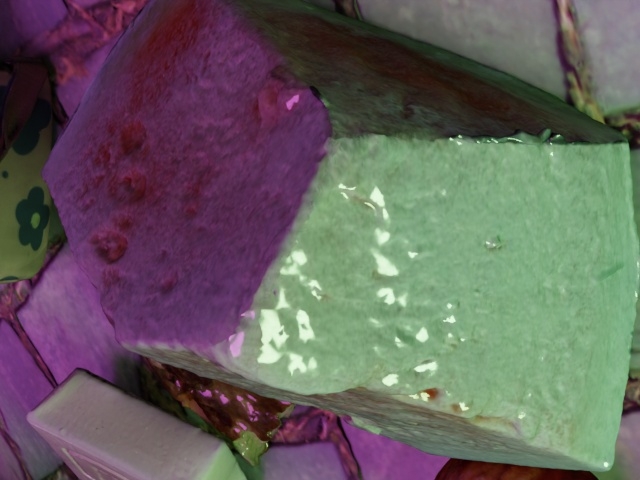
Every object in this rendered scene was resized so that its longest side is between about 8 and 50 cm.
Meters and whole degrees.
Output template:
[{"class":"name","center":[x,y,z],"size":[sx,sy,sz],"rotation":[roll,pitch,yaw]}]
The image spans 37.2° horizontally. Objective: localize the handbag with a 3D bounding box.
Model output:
[{"class":"handbag","center":[-0.336,-0.068,0.736],"size":[0.190,0.251,0.193],"rotation":[24,107,26]}]

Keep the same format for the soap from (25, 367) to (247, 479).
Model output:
[{"class":"soap","center":[-0.147,0.185,0.806],"size":[0.183,0.063,0.121],"rotation":[18,147,29]}]

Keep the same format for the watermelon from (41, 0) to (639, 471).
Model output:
[{"class":"watermelon","center":[0.000,0.000,0.504],"size":[0.387,0.258,0.228],"rotation":[32,111,11]}]

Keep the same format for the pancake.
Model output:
[{"class":"pancake","center":[-0.076,0.036,0.719],"size":[0.212,0.056,0.257],"rotation":[36,120,8]}]

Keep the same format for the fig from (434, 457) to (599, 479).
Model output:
[{"class":"fig","center":[0.120,0.187,0.590],"size":[0.129,0.150,0.128],"rotation":[5,105,21]}]
